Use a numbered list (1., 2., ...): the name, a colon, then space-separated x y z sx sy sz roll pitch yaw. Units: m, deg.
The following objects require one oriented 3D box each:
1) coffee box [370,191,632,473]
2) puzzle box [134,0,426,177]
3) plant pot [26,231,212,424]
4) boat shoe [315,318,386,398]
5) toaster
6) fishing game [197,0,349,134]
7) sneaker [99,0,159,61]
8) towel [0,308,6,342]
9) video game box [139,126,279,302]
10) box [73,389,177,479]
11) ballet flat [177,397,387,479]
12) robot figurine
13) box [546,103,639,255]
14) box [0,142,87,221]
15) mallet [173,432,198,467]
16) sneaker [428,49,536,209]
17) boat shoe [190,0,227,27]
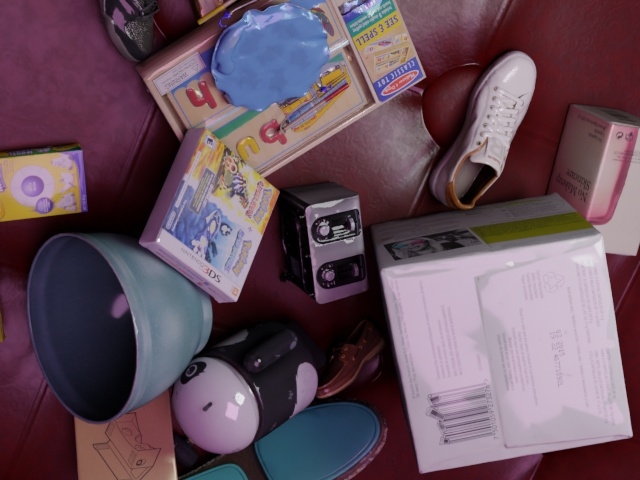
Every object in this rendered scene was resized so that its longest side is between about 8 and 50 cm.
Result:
1. coffee box: 0.279 0.137 1.917 0.338 0.334 0.338 -10 103 1
2. puzzle box: -0.053 -0.263 1.842 0.409 0.052 0.272 -33 129 -5
3. plant pot: -0.294 0.118 1.828 0.196 0.293 0.293 -12 117 -43
4. boat shoe: 0.042 0.206 2.055 0.178 0.064 0.060 -43 114 -34
5. toaster: 0.000 0.000 1.930 0.110 0.185 0.168 -11 105 -18
6. fishing game: -0.077 -0.276 1.765 0.189 0.041 0.264 -36 135 7
7. sneaker: -0.254 -0.371 1.714 0.130 0.087 0.227 6 112 23
8. towel: -0.544 0.045 1.814 0.102 0.021 0.237 6 113 15
9. video game box: -0.165 -0.037 1.795 0.187 0.048 0.205 41 59 -41
10. box: -0.326 0.348 1.968 0.164 0.021 0.201 -3 78 -16
11. ballet flat: -0.104 0.424 2.068 0.483 0.164 0.182 -26 154 -4
12. robot figurine: -0.118 0.234 1.936 0.278 0.173 0.209 -29 123 -44
13. box: 0.496 -0.108 2.069 0.127 0.148 0.232 5 108 -21
14. box: -0.453 -0.088 1.804 0.179 0.043 0.105 -7 112 -15
15. mallet: -0.198 0.310 2.053 0.062 0.039 0.190 40 90 -31
16. sneaker: 0.297 -0.178 1.988 0.106 0.123 0.290 22 100 -23
17. boat shoe: -0.170 -0.381 1.782 0.059 0.063 0.170 -24 127 -14
